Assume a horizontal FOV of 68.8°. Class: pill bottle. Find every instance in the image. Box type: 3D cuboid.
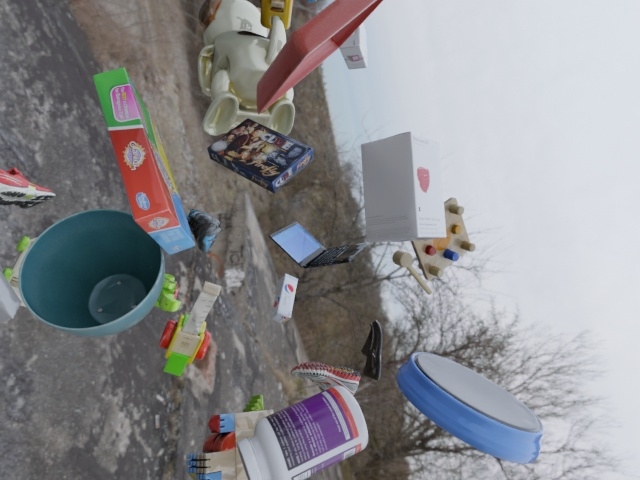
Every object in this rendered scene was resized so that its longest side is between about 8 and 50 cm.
[{"bbox_3d":[-0.048,0.525,1.238,0.181,0.322,0.182,52,-29,45],"label":"pill bottle"}]

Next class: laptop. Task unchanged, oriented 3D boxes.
[{"bbox_3d":[0.000,0.000,1.630,0.234,0.264,0.137,-36,114,-64],"label":"laptop"}]

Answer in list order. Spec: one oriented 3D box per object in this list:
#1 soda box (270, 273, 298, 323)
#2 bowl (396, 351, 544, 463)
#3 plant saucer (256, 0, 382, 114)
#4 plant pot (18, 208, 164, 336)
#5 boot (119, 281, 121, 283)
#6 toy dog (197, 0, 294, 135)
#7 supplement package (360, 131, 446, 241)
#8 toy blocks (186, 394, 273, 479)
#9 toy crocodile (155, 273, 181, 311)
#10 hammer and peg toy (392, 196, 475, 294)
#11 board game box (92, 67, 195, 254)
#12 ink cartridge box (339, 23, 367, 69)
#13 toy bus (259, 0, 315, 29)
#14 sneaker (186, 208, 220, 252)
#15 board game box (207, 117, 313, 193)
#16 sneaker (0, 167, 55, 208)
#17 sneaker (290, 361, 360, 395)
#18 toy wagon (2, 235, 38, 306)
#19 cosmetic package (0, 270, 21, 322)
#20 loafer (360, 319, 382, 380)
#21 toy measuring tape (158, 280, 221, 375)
[{"bbox_3d":[-0.162,0.261,2.111,0.074,0.069,0.216,-45,-155,43],"label":"soda box"},{"bbox_3d":[0.391,0.419,1.229,0.391,0.391,0.077,-90,-156,-83],"label":"bowl"},{"bbox_3d":[-0.004,-0.360,0.848,0.048,0.259,0.258,49,-22,-12],"label":"plant saucer"},{"bbox_3d":[-0.493,0.100,1.079,0.195,0.290,0.290,99,-15,-60],"label":"plant pot"},{"bbox_3d":[-0.691,0.114,1.546,0.236,0.178,0.085,58,21,-65],"label":"boot"},{"bbox_3d":[-0.252,-0.571,1.443,0.395,0.284,0.408,115,-39,-53],"label":"toy dog"},{"bbox_3d":[0.244,-0.146,1.374,0.177,0.175,0.293,-1,86,-49],"label":"supplement package"},{"bbox_3d":[-0.256,0.643,1.328,0.260,0.190,0.382,14,63,-43],"label":"toy blocks"},{"bbox_3d":[-0.662,0.222,2.035,0.340,0.105,0.115,-158,-94,-71],"label":"toy crocodile"},{"bbox_3d":[0.437,0.029,1.854,0.127,0.361,0.266,27,-31,58],"label":"hammer and peg toy"},{"bbox_3d":[-0.361,-0.152,0.977,0.242,0.064,0.317,102,-33,-74],"label":"board game box"},{"bbox_3d":[0.080,-0.480,1.126,0.122,0.052,0.089,15,75,-77],"label":"ink cartridge box"},{"bbox_3d":[-0.118,-0.683,1.291,0.202,0.190,0.105,26,56,-48],"label":"toy bus"},{"bbox_3d":[-0.502,-0.045,1.941,0.125,0.139,0.341,-56,-161,2],"label":"sneaker"},{"bbox_3d":[-0.164,-0.236,1.273,0.165,0.243,0.042,-46,151,-29],"label":"board game box"},{"bbox_3d":[-0.983,-0.181,1.543,0.118,0.107,0.279,64,-3,1],"label":"sneaker"},{"bbox_3d":[0.011,0.452,1.510,0.088,0.225,0.093,16,85,-85],"label":"sneaker"},{"bbox_3d":[-0.939,0.081,1.661,0.267,0.068,0.345,33,65,-38],"label":"toy wagon"},{"bbox_3d":[-0.984,0.130,1.334,0.107,0.127,0.238,-122,-163,-57],"label":"cosmetic package"},{"bbox_3d":[0.189,0.407,1.745,0.080,0.078,0.220,76,17,-73],"label":"loafer"},{"bbox_3d":[-0.293,0.187,1.077,0.330,0.121,0.121,-59,-158,32],"label":"toy measuring tape"}]
